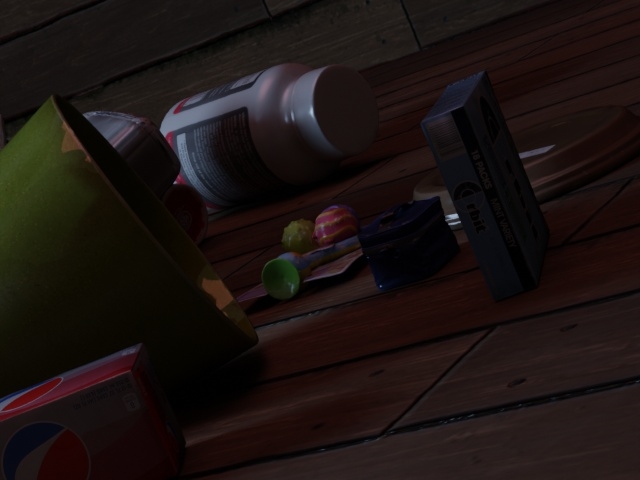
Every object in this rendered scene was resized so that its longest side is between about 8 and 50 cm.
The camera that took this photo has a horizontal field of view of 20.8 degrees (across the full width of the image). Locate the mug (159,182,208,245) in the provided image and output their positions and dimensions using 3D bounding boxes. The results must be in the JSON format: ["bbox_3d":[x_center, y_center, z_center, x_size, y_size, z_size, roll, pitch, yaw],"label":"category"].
[{"bbox_3d":[-0.244,-0.005,2.381,0.169,0.150,0.113,-9,-21,40],"label":"mug"}]

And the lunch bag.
[{"bbox_3d":[0.078,-0.001,1.607,0.067,0.065,0.098,-18,10,29],"label":"lunch bag"}]

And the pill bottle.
[{"bbox_3d":[-0.072,-0.154,2.499,0.318,0.176,0.176,-14,13,46],"label":"pill bottle"}]

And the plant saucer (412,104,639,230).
[{"bbox_3d":[0.213,-0.079,1.815,0.278,0.041,0.278,-21,10,4],"label":"plant saucer"}]

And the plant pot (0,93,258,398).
[{"bbox_3d":[-0.251,0.073,1.494,0.293,0.275,0.275,-39,9,2],"label":"plant pot"}]

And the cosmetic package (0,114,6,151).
[{"bbox_3d":[-0.458,0.002,2.031,0.217,0.156,0.385,-7,-20,-8],"label":"cosmetic package"}]

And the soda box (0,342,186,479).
[{"bbox_3d":[-0.239,0.170,1.302,0.263,0.092,0.083,-22,10,4],"label":"soda box"}]

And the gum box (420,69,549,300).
[{"bbox_3d":[0.140,-0.050,1.449,0.041,0.157,0.184,-21,10,16],"label":"gum box"}]

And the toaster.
[{"bbox_3d":[-0.287,-0.086,2.291,0.227,0.129,0.146,7,49,50],"label":"toaster"}]

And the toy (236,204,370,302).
[{"bbox_3d":[0.000,0.000,1.820,0.137,0.056,0.237,-17,11,25],"label":"toy"}]
